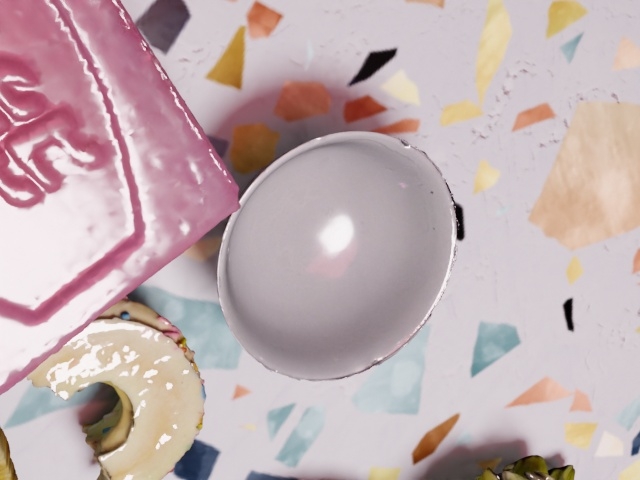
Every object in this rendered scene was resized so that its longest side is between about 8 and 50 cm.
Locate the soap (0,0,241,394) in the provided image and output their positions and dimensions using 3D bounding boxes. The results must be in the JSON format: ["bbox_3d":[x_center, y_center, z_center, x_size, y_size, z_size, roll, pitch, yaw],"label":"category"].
[{"bbox_3d":[-0.234,-0.100,0.643,0.233,0.128,0.359,-39,121,-12],"label":"soap"}]

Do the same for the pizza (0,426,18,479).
[{"bbox_3d":[-0.299,0.112,0.673,0.087,0.258,0.268,-54,169,-26],"label":"pizza"}]

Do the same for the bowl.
[{"bbox_3d":[0.000,0.000,0.820,0.189,0.086,0.189,-10,114,-23],"label":"bowl"}]

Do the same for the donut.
[{"bbox_3d":[-0.142,0.099,0.796,0.108,0.065,0.166,-33,119,-13],"label":"donut"}]

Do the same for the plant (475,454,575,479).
[{"bbox_3d":[0.198,0.314,0.954,0.306,0.297,0.261,-13,89,-26],"label":"plant"}]
